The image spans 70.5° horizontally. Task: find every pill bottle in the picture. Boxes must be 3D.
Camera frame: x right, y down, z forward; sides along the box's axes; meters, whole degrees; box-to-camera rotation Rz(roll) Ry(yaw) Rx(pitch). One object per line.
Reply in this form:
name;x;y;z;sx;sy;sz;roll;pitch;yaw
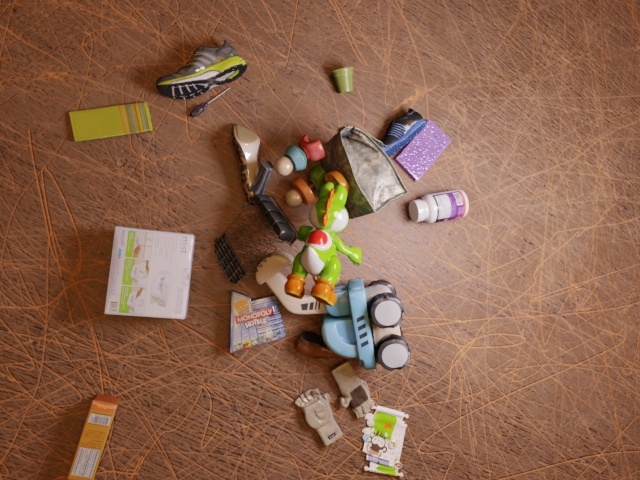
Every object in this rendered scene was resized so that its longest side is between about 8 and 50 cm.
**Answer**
pill bottle;0.424;-0.120;1.639;0.193;0.108;0.108;-10;89;-13

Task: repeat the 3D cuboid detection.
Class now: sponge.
sponge;0.379;-0.333;1.678;0.117;0.031;0.210;42;80;-7

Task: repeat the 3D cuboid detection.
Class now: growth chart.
growth chart;0.225;0.705;1.596;0.171;0.021;0.238;10;84;-12

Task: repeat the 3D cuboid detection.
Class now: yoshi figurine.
yoshi figurine;0.014;0.010;1.377;0.203;0.203;0.363;23;74;-27

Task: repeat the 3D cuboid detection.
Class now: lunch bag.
lunch bag;0.126;-0.235;1.508;0.168;0.235;0.287;-33;95;-14

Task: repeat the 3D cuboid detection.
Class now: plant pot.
plant pot;0.084;-0.563;1.603;0.083;0.083;0.079;-14;104;-14

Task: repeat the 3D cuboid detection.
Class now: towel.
towel;-0.664;-0.378;1.443;0.237;0.021;0.102;-12;84;-13

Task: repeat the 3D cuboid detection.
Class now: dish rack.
dish rack;-0.220;0.001;1.435;0.271;0.074;0.208;-47;55;16

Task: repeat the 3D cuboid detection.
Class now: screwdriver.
screwdriver;-0.368;-0.468;1.514;0.170;0.024;0.025;-46;126;-13

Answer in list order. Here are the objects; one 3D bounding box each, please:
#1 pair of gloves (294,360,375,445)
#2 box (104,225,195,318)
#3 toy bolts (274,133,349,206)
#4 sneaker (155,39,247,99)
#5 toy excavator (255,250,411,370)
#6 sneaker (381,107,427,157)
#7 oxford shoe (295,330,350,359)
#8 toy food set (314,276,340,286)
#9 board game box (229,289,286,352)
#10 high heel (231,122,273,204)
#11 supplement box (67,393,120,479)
pair of gloves;0.055;0.553;1.553;0.240;0.042;0.204;-37;99;-10
box;-0.517;0.100;1.396;0.230;0.126;0.262;5;86;-14
toy bolts;-0.042;-0.199;1.451;0.158;0.218;0.229;-36;125;-16
sneaker;-0.397;-0.558;1.481;0.299;0.111;0.121;-26;83;-19
toy excavator;0.040;0.227;1.486;0.444;0.222;0.434;-10;100;3
sneaker;0.270;-0.383;1.639;0.232;0.081;0.090;-38;72;-6
oxford shoe;0.014;0.374;1.549;0.212;0.076;0.076;20;113;-14
toy food set;0.027;0.131;1.577;0.083;0.020;0.083;-36;96;-13
board game box;-0.224;0.247;1.493;0.194;0.060;0.194;-13;91;-13
high heel;-0.254;-0.252;1.514;0.093;0.186;0.261;-11;55;-37
supplement box;-0.678;0.591;1.360;0.080;0.078;0.234;20;84;-15
